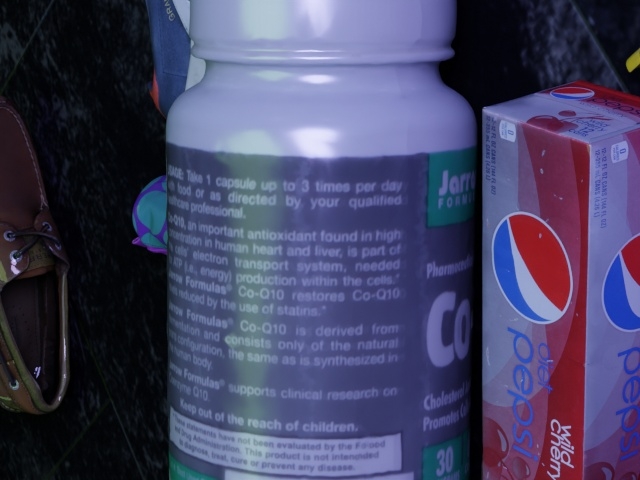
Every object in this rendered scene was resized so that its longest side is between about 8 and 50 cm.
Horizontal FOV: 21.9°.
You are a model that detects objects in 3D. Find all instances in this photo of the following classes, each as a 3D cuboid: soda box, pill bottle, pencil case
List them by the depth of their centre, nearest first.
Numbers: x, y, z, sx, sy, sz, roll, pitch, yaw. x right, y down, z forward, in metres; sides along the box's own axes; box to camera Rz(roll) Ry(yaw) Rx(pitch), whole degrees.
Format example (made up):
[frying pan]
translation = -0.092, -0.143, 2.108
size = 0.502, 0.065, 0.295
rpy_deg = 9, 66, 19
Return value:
[soda box]
translation = 0.153, 0.047, 0.965
size = 0.092, 0.083, 0.263
rpy_deg = 25, 125, 48
[pill bottle]
translation = 0.000, 0.000, 1.087
size = 0.204, 0.204, 0.361
rpy_deg = 13, 106, 51
[pencil case]
translation = -0.087, 0.003, 1.312
size = 0.151, 0.064, 0.070
rpy_deg = 33, 96, 45

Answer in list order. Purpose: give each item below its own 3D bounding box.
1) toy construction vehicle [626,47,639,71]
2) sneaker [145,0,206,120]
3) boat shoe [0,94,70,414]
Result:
[toy construction vehicle]
translation = 0.191, -0.053, 0.978
size = 0.098, 0.035, 0.086
rpy_deg = 65, 146, 20
[sneaker]
translation = -0.063, -0.228, 1.195
size = 0.148, 0.131, 0.350
rpy_deg = 40, 123, 43
[boat shoe]
translation = -0.279, 0.011, 1.537
size = 0.104, 0.110, 0.307
rpy_deg = 12, 115, 47
